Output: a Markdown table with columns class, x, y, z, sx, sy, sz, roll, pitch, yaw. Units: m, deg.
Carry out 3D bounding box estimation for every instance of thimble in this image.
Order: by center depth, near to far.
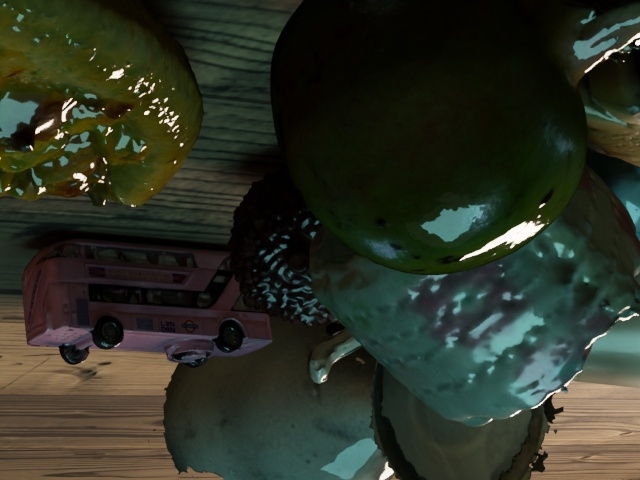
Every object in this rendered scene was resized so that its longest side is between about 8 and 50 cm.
| class | x | y | z | sx | sy | sz | roll | pitch | yaw |
| --- | --- | --- | --- | --- | --- | --- | --- | --- | --- |
| thimble | 0.102 | 0.006 | 1.210 | 0.149 | 0.185 | 0.211 | 44 | 162 | -15 |

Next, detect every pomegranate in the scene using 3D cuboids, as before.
| class | x | y | z | sx | sy | sz | roll | pitch | yaw |
| --- | --- | --- | --- | --- | --- | --- | --- | --- | --- |
| pomegranate | 0.084 | -0.086 | 1.022 | 0.224 | 0.181 | 0.181 | -35 | 156 | 14 |

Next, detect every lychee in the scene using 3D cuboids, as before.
| class | x | y | z | sx | sy | sz | roll | pitch | yaw |
| --- | --- | --- | --- | --- | --- | --- | --- | --- | --- |
| lychee | -0.001 | 0.003 | 1.349 | 0.123 | 0.123 | 0.129 | -10 | 171 | 6 |

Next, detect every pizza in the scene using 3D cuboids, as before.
| class | x | y | z | sx | sy | sz | roll | pitch | yaw |
| --- | --- | --- | --- | --- | --- | --- | --- | --- | --- |
| pizza | -0.151 | -0.083 | 1.060 | 0.257 | 0.087 | 0.268 | 0 | 160 | -34 |

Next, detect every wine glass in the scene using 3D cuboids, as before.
| class | x | y | z | sx | sy | sz | roll | pitch | yaw |
| --- | --- | --- | --- | --- | --- | --- | --- | --- | --- |
| wine glass | 0.019 | 0.142 | 1.616 | 0.190 | 0.191 | 0.357 | 4 | 169 | -35 |

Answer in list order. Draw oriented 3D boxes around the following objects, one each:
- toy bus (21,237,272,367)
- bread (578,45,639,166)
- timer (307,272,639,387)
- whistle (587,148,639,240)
| class | x | y | z | sx | sy | sz | roll | pitch | yaw |
| --- | --- | --- | --- | --- | --- | --- | --- | --- | --- |
| toy bus | -0.131 | 0.048 | 1.482 | 0.203 | 0.090 | 0.063 | 7 | 159 | -38 |
| bread | 0.238 | -0.093 | 1.139 | 0.225 | 0.081 | 0.134 | -1 | 159 | 37 |
| timer | 0.121 | 0.030 | 1.423 | 0.266 | 0.175 | 0.175 | -4 | 164 | 3 |
| whistle | 0.286 | -0.072 | 1.277 | 0.274 | 0.093 | 0.186 | -20 | 134 | 26 |
